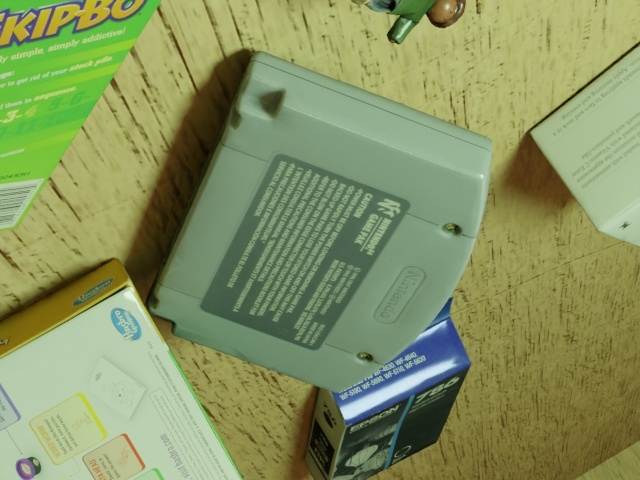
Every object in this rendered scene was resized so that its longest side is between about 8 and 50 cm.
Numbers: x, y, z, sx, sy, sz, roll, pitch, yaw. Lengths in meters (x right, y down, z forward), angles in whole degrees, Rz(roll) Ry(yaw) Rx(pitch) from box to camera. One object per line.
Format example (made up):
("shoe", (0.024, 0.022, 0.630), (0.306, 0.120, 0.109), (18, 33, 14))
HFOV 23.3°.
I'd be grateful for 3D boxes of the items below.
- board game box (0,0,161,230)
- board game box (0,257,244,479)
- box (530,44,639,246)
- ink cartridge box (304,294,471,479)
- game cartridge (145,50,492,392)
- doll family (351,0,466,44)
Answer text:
("board game box", (-0.177, -0.087, 0.865), (0.124, 0.039, 0.259), (-10, 153, -44))
("board game box", (-0.230, 0.193, 1.158), (0.317, 0.242, 0.064), (-29, -157, -7))
("box", (0.317, -0.093, 1.400), (0.181, 0.119, 0.182), (-39, 157, 18))
("ink cartridge box", (0.074, 0.186, 1.757), (0.165, 0.065, 0.332), (-25, 157, -15))
("game cartridge", (0.000, 0.000, 1.113), (0.198, 0.062, 0.297), (17, 141, -11))
("doll family", (0.087, -0.205, 0.914), (0.193, 0.076, 0.111), (-46, 150, 25))
